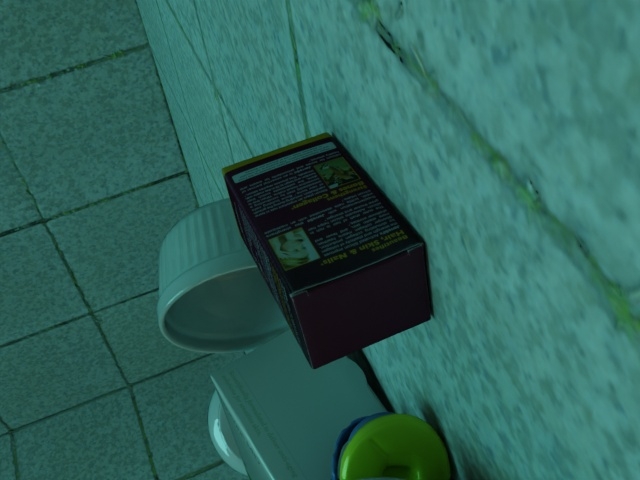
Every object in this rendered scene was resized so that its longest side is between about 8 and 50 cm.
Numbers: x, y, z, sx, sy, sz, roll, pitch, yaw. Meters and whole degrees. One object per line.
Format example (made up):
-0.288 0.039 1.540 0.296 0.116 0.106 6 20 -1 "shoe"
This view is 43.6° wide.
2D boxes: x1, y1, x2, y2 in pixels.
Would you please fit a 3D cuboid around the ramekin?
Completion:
-0.094 0.039 0.944 0.207 0.207 0.109 87 168 -58 "ramekin"

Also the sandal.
0.061 0.303 0.783 0.138 0.126 0.317 -127 43 -78 "sandal"

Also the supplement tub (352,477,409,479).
0.075 0.340 0.541 0.331 0.241 0.241 -142 33 -70 "supplement tub"

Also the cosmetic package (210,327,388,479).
-0.005 0.288 1.027 0.197 0.155 0.365 51 162 34 "cosmetic package"

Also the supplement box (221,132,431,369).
0.000 0.000 0.647 0.188 0.104 0.081 -123 16 -50 "supplement box"

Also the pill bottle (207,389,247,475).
-0.098 0.319 1.441 0.363 0.210 0.210 120 128 -76 "pill bottle"
